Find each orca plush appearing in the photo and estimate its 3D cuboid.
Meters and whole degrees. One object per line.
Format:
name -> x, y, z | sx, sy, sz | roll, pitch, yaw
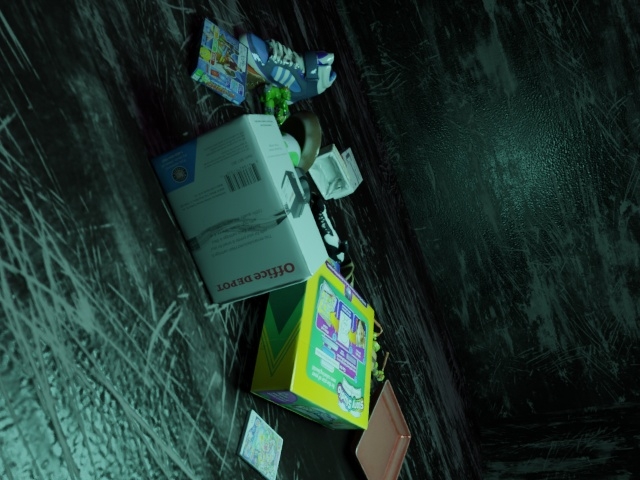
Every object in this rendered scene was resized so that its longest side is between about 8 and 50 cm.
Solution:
orca plush -> 0.000, 0.000, 1.284 | 0.102, 0.151, 0.287 | -43, 155, -22

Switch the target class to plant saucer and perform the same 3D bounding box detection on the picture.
plant saucer -> -0.077, -0.284, 1.229 | 0.036, 0.199, 0.198 | 5, 67, -44
plant saucer -> 0.175, 0.592, 1.241 | 0.259, 0.048, 0.258 | -48, 123, -47

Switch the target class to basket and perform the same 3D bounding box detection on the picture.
basket -> 0.033, -0.256, 1.557 | 0.167, 0.113, 0.103 | 60, 21, -27

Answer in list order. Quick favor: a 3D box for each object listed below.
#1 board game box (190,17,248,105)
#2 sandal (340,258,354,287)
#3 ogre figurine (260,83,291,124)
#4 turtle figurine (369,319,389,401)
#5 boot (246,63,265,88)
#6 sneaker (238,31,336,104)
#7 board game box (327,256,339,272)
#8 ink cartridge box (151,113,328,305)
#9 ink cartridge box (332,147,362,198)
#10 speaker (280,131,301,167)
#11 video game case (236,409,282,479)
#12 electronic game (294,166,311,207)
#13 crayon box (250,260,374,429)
board game box -> -0.251, -0.456, 1.077 | 0.136, 0.035, 0.201 | 24, 50, -36
sandal -> 0.086, 0.139, 1.405 | 0.079, 0.088, 0.240 | 61, 19, -10
ogre figurine -> -0.139, -0.417, 1.305 | 0.197, 0.097, 0.118 | -26, 116, -53
turtle figurine -> 0.148, 0.387, 1.357 | 0.217, 0.087, 0.269 | -61, 145, -48
boot -> -0.218, -0.495, 1.221 | 0.158, 0.059, 0.084 | -1, 69, -66
sneaker -> -0.082, -0.588, 1.366 | 0.323, 0.236, 0.130 | 36, 41, -56
board game box -> -0.015, 0.182, 1.134 | 0.213, 0.046, 0.317 | 37, 49, -53
ink cartridge box -> -0.148, -0.057, 0.821 | 0.307, 0.223, 0.129 | 69, 21, -8
ink cartridge box -> 0.090, -0.279, 1.733 | 0.158, 0.092, 0.218 | 66, 21, -14
speaker -> -0.150, -0.207, 1.054 | 0.131, 0.131, 0.296 | 69, 22, -8
video game case -> -0.116, 0.403, 0.828 | 0.122, 0.011, 0.087 | 58, 26, -30
electronic game -> -0.078, -0.085, 1.144 | 0.229, 0.048, 0.229 | 11, 90, -74
crayon box -> 0.006, 0.240, 0.984 | 0.363, 0.106, 0.313 | 48, 41, -45
